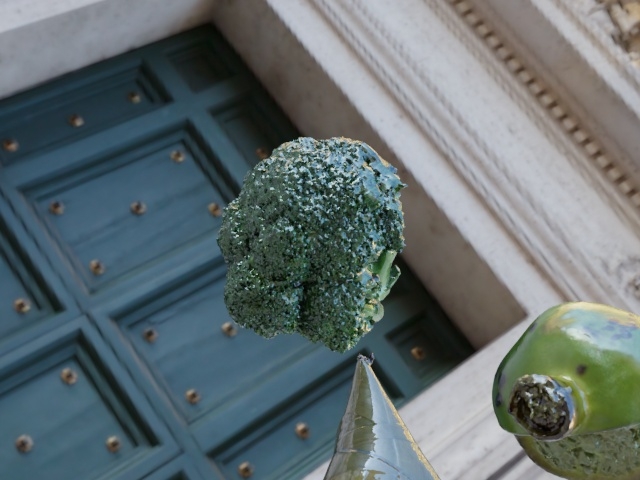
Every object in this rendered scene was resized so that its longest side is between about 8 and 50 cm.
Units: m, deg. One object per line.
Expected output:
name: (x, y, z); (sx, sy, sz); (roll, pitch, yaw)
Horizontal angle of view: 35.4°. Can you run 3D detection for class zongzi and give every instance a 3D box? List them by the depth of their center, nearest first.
zongzi: (0.114, 0.292, 1.277); (0.228, 0.256, 0.115); (26, -40, -15)

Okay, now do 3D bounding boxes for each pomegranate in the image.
pomegranate: (0.190, 0.102, 0.729); (0.143, 0.122, 0.169); (-12, -31, 39)

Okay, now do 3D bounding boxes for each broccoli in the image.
broccoli: (0.000, 0.000, 1.255); (0.265, 0.295, 0.245); (-13, -53, 28)
